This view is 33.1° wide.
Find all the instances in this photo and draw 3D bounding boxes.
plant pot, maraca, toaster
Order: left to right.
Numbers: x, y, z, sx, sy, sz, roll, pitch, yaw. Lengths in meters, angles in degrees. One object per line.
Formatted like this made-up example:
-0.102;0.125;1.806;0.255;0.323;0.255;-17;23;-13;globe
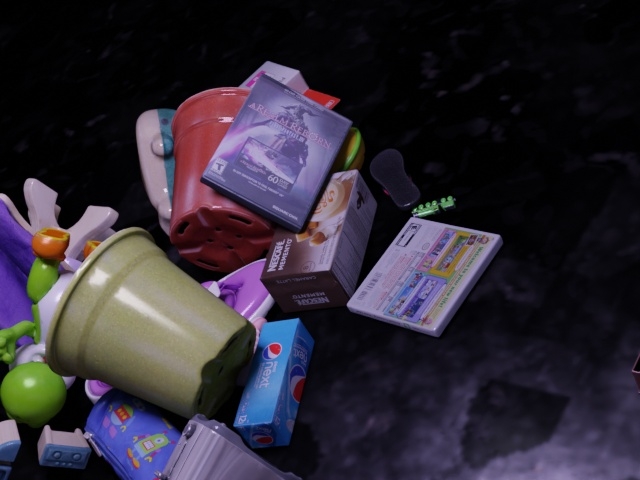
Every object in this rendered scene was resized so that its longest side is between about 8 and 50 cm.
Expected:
-0.254;0.157;1.738;0.254;0.276;0.276;28;64;16;plant pot
-0.129;0.365;1.550;0.146;0.227;0.129;-56;21;-14;toaster
-0.167;-0.100;2.038;0.273;0.272;0.265;-13;50;23;plant pot
0.015;-0.141;2.073;0.185;0.099;0.127;-48;24;19;maraca

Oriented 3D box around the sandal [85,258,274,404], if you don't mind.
-0.251;0.158;1.918;0.416;0.102;0.169;-36;38;-1;sandal

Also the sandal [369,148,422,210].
0.141;-0.106;1.991;0.067;0.040;0.179;-29;42;5;sandal

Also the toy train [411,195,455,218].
0.201;-0.057;1.914;0.083;0.017;0.023;-17;51;20;toy train

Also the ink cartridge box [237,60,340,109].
-0.130;-0.262;2.331;0.275;0.060;0.239;-45;38;-16;ink cartridge box

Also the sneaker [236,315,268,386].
-0.110;0.193;1.831;0.070;0.051;0.134;9;57;39;sneaker

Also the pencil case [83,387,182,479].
-0.275;0.345;1.719;0.133;0.119;0.306;-20;31;-27;pencil case

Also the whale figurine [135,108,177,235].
-0.301;-0.148;2.237;0.141;0.216;0.272;-9;62;-10;whale figurine

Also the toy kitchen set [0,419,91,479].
-0.502;0.429;1.836;0.207;0.166;0.122;-64;33;19;toy kitchen set

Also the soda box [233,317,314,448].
-0.072;0.230;1.749;0.071;0.067;0.210;-10;44;25;soda box

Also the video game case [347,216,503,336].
0.174;0.057;1.804;0.193;0.023;0.212;13;56;43;video game case

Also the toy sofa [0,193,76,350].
-0.582;0.082;2.023;0.177;0.362;0.150;-8;44;36;toy sofa

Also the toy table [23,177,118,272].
-0.536;0.000;2.197;0.274;0.252;0.160;10;70;27;toy table

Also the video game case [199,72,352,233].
-0.074;-0.162;1.941;0.274;0.196;0.026;-65;5;-34;video game case

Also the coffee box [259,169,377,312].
0.000;0.000;1.923;0.141;0.098;0.246;-8;44;27;coffee box

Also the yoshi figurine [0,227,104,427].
-0.469;0.173;1.894;0.204;0.203;0.362;20;97;26;yoshi figurine

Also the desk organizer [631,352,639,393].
0.485;0.184;1.429;0.130;0.050;0.047;9;54;40;desk organizer
